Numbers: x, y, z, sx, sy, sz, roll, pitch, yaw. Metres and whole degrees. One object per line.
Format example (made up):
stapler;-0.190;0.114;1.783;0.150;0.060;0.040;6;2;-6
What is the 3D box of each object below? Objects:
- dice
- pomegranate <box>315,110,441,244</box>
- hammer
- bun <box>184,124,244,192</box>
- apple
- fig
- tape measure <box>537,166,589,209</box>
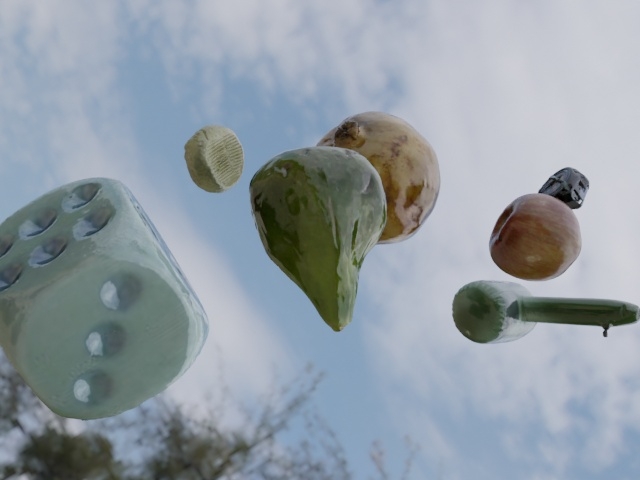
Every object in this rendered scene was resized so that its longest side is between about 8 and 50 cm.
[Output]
dice;-0.339;0.084;2.096;0.262;0.268;0.264;62;-4;-33
pomegranate;0.090;-0.108;2.404;0.248;0.248;0.248;45;-28;32
hammer;0.417;0.134;2.558;0.336;0.206;0.118;2;-90;30
bun;-0.182;-0.136;2.366;0.069;0.115;0.115;2;-60;42
apple;0.350;-0.003;2.285;0.131;0.146;0.146;25;-24;-6
fig;0.000;0.000;2.094;0.206;0.206;0.275;125;-37;-65
tape measure;0.404;-0.079;2.364;0.091;0.094;0.054;-35;-70;31
